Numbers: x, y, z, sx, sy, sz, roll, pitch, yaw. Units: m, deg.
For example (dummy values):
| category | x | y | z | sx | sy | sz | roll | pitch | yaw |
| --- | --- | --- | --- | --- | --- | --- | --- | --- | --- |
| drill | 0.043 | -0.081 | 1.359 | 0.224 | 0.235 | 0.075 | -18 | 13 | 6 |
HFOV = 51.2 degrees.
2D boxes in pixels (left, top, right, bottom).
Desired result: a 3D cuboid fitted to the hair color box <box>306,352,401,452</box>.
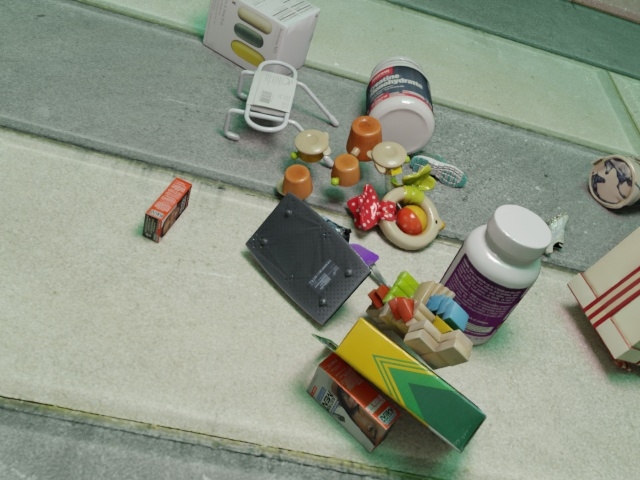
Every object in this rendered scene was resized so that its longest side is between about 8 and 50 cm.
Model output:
| category | x | y | z | sx | sy | sz | roll | pitch | yaw |
| --- | --- | --- | --- | --- | --- | --- | --- | --- | --- |
| hair color box | 0.058 | 0.297 | 1.228 | 0.167 | 0.093 | 0.053 | 39 | 46 | 19 |

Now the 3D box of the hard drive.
| category | x | y | z | sx | sy | sz | roll | pitch | yaw |
| --- | --- | --- | --- | --- | --- | --- | --- | --- | --- |
| hard drive | -0.024 | 0.037 | 1.416 | 0.254 | 0.172 | 0.054 | 44 | 11 | 20 |

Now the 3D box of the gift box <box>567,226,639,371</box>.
| category | x | y | z | sx | sy | sz | roll | pitch | yaw |
| --- | --- | --- | --- | --- | --- | --- | --- | --- | --- |
| gift box | 0.773 | 0.161 | 1.554 | 0.276 | 0.258 | 0.255 | 21 | 36 | -31 |

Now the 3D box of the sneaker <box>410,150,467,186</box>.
| category | x | y | z | sx | sy | sz | roll | pitch | yaw |
| --- | --- | --- | --- | --- | --- | --- | --- | --- | --- |
| sneaker | 0.340 | -0.210 | 1.889 | 0.166 | 0.065 | 0.076 | 26 | 38 | 2 |

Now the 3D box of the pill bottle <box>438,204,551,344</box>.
| category | x | y | z | sx | sy | sz | roll | pitch | yaw |
| --- | --- | --- | --- | --- | --- | --- | --- | --- | --- |
| pill bottle | 0.363 | 0.073 | 1.427 | 0.169 | 0.301 | 0.169 | 12 | 43 | -11 |

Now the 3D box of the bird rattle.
| category | x | y | z | sx | sy | sz | roll | pitch | yaw |
| --- | --- | --- | --- | --- | --- | --- | --- | --- | --- |
| bird rattle | 0.203 | -0.072 | 1.649 | 0.253 | 0.143 | 0.207 | -31 | 80 | -38 |

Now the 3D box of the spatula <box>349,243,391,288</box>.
| category | x | y | z | sx | sy | sz | roll | pitch | yaw |
| --- | --- | --- | --- | --- | --- | --- | --- | --- | --- |
| spatula | 0.152 | 0.099 | 1.514 | 0.296 | 0.030 | 0.084 | 42 | 47 | 21 |

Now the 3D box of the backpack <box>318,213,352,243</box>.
| category | x | y | z | sx | sy | sz | roll | pitch | yaw |
| --- | --- | --- | --- | --- | --- | --- | --- | --- | --- |
| backpack | 0.000 | 0.000 | 1.499 | 0.084 | 0.105 | 0.114 | -31 | 52 | -35 |

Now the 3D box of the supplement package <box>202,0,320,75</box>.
| category | x | y | z | sx | sy | sz | roll | pitch | yaw |
| --- | --- | --- | --- | --- | --- | --- | --- | --- | --- |
| supplement package | -0.178 | -0.643 | 2.009 | 0.262 | 0.199 | 0.198 | 33 | 44 | 11 |

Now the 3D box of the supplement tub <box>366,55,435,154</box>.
| category | x | y | z | sx | sy | sz | roll | pitch | yaw |
| --- | --- | --- | --- | --- | --- | --- | --- | --- | --- |
| supplement tub | 0.226 | -0.391 | 1.927 | 0.191 | 0.191 | 0.272 | 13 | 43 | -10 |

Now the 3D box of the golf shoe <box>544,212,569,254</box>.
| category | x | y | z | sx | sy | sz | roll | pitch | yaw |
| --- | --- | --- | --- | --- | --- | --- | --- | --- | --- |
| golf shoe | 0.637 | -0.016 | 1.826 | 0.176 | 0.069 | 0.086 | -28 | 82 | -37 |

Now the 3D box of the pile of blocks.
| category | x | y | z | sx | sy | sz | roll | pitch | yaw |
| --- | --- | --- | --- | --- | --- | --- | --- | --- | --- |
| pile of blocks | 0.183 | 0.125 | 1.288 | 0.112 | 0.149 | 0.362 | 45 | -4 | -17 |

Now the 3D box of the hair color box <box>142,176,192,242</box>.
| category | x | y | z | sx | sy | sz | roll | pitch | yaw |
| --- | --- | --- | --- | --- | --- | --- | --- | --- | --- |
| hair color box | -0.332 | -0.068 | 1.453 | 0.043 | 0.072 | 0.141 | 24 | 43 | 3 |

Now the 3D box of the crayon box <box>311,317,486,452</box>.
| category | x | y | z | sx | sy | sz | roll | pitch | yaw |
| --- | --- | --- | --- | --- | --- | --- | --- | --- | --- |
| crayon box | 0.148 | 0.247 | 1.237 | 0.323 | 0.203 | 0.083 | 36 | 87 | 15 |

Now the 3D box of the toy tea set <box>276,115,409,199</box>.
| category | x | y | z | sx | sy | sz | roll | pitch | yaw |
| --- | --- | --- | --- | --- | --- | --- | --- | --- | --- |
| toy tea set | 0.043 | -0.190 | 1.677 | 0.336 | 0.124 | 0.200 | -15 | 55 | -11 |

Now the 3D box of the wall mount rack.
| category | x | y | z | sx | sy | sz | roll | pitch | yaw |
| --- | --- | --- | --- | --- | --- | --- | --- | --- | --- |
| wall mount rack | -0.090 | -0.340 | 1.801 | 0.304 | 0.130 | 0.350 | 13 | 43 | -5 |

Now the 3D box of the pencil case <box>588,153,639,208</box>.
| category | x | y | z | sx | sy | sz | roll | pitch | yaw |
| --- | --- | --- | --- | --- | --- | --- | --- | --- | --- |
| pencil case | 1.027 | -0.200 | 2.088 | 0.410 | 0.160 | 0.183 | -7 | 58 | -28 |
